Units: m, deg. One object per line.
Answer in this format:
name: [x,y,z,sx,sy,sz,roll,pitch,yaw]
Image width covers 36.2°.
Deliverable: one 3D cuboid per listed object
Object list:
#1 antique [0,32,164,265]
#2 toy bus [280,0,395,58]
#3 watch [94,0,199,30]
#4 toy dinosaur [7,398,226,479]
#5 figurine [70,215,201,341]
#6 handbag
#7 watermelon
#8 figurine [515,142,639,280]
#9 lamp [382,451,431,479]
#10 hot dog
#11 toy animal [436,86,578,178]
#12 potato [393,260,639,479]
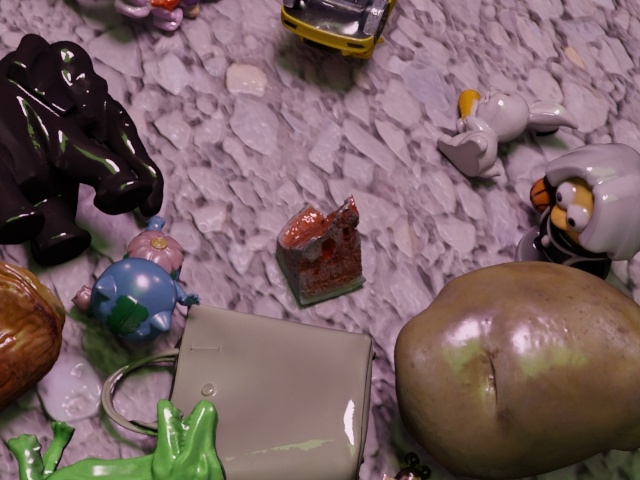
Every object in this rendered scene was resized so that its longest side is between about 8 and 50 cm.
antique: [-0.368,-0.107,1.194,0.322,0.185,0.255,-16,67,-31]
toy bus: [0.055,-0.385,1.436,0.144,0.152,0.330,20,59,7]
watch: [-0.260,-0.433,1.415,0.231,0.196,0.244,32,59,31]
toy dinosaur: [-0.279,0.417,0.983,0.374,0.144,0.500,-1,77,-5]
figurine: [-0.222,0.058,1.188,0.114,0.144,0.178,43,35,-20]
handbag: [-0.098,0.180,1.135,0.315,0.109,0.241,10,52,-1]
watermelon: [0.007,0.021,1.234,0.098,0.158,0.121,-33,100,-24]
figurine: [0.338,-0.033,1.252,0.133,0.236,0.176,-16,68,-16]
lamp: [0.070,0.342,1.083,0.118,0.118,0.253,34,64,8]
hot dog: [-0.413,0.131,1.064,0.272,0.122,0.196,-40,113,-20]
toy animal: [0.262,-0.164,1.405,0.181,0.131,0.127,-40,108,-18]
potato: [0.245,0.148,1.152,0.326,0.221,0.243,-13,55,-5]
